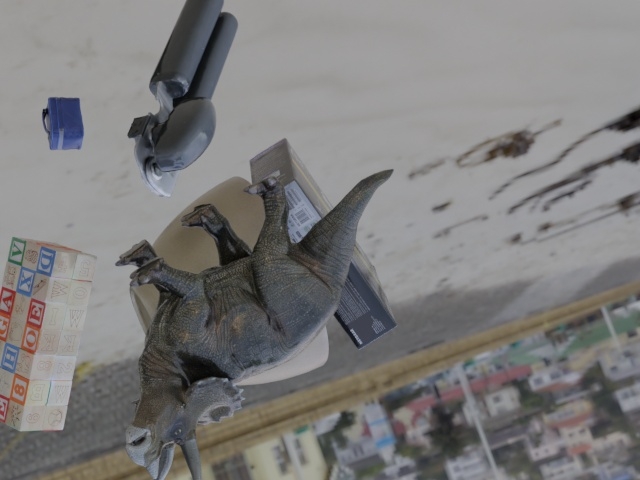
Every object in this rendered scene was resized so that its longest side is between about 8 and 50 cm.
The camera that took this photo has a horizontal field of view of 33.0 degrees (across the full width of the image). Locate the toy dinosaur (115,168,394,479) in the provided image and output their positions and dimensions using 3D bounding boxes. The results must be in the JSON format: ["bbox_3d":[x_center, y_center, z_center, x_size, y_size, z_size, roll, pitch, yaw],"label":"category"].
[{"bbox_3d":[-0.062,0.050,0.877,0.313,0.160,0.121,-38,-161,-24],"label":"toy dinosaur"}]

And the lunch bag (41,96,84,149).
[{"bbox_3d":[-0.464,-0.213,1.935,0.065,0.098,0.067,-3,151,-22],"label":"lunch bag"}]

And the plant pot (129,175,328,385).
[{"bbox_3d":[-0.141,0.081,1.441,0.191,0.284,0.284,-25,174,-17],"label":"plant pot"}]

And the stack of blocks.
[{"bbox_3d":[-0.484,0.149,1.793,0.171,0.297,0.087,14,-177,40],"label":"stack of blocks"}]

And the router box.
[{"bbox_3d":[0.000,0.000,1.803,0.081,0.308,0.243,-32,-160,7],"label":"router box"}]

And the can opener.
[{"bbox_3d":[-0.133,-0.160,1.142,0.093,0.280,0.074,-8,137,21],"label":"can opener"}]
